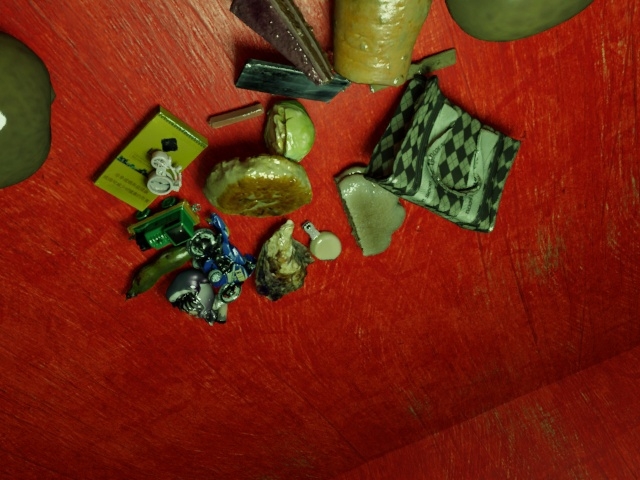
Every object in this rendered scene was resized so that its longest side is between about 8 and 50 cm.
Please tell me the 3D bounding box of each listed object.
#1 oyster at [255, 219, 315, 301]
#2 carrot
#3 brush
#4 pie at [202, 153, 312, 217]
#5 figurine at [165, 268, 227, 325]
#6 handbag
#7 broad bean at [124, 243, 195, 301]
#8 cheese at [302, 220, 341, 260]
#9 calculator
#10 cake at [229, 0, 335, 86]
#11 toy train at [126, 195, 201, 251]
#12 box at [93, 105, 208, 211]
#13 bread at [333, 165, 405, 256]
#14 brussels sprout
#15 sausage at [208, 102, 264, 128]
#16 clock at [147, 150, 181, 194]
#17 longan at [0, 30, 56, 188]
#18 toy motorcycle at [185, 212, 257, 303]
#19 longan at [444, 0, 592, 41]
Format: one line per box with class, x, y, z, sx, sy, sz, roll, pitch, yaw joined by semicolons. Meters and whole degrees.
oyster;-0.111;0.082;1.686;0.275;0.100;0.271;-56;148;5
carrot;0.131;-0.519;1.162;0.224;0.224;0.341;-4;135;-14
brush;0.238;-0.447;1.390;0.247;0.036;0.043;-22;138;-6
pie;-0.161;-0.133;1.433;0.315;0.093;0.315;-2;162;-1
figurine;-0.382;0.178;1.689;0.145;0.145;0.222;-33;138;13
handbag;0.350;-0.230;1.459;0.416;0.180;0.317;20;92;-32
broad bean;-0.484;0.080;1.618;0.339;0.061;0.077;-34;139;15
cheese;-0.004;0.006;1.698;0.171;0.047;0.092;26;99;-35
calculator;-0.071;-0.382;1.292;0.261;0.021;0.161;4;174;-20
cake;-0.082;-0.456;1.172;0.112;0.116;0.295;-34;105;34
toy train;-0.433;-0.037;1.479;0.227;0.136;0.091;-25;133;2
box;-0.443;-0.205;1.390;0.279;0.041;0.153;-40;130;19
bread;0.164;-0.094;1.633;0.183;0.102;0.337;-21;134;3
brussels sprout;-0.070;-0.279;1.373;0.122;0.149;0.152;-16;152;-27
sausage;-0.216;-0.317;1.365;0.147;0.035;0.030;-16;102;0
clock;-0.402;-0.173;1.378;0.087;0.041;0.129;2;136;-15
longan;-0.697;-0.260;1.107;0.288;0.288;0.350;15;119;-28
toy motorcycle;-0.287;0.056;1.608;0.169;0.113;0.315;-39;136;-19
longan;0.437;-0.604;1.092;0.404;0.336;0.404;-41;167;-12
